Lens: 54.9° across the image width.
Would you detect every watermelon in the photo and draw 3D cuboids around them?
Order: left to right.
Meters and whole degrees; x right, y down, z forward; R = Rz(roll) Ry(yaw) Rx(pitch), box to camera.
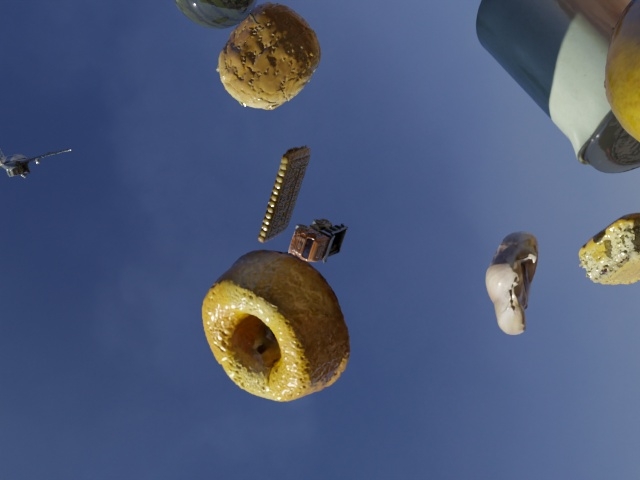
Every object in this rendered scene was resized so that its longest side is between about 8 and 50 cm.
[{"bbox_3d":[-0.122,-0.311,0.769,0.133,0.105,0.105,27,-129,-39],"label":"watermelon"}]

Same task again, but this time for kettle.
[{"bbox_3d":[0.517,-0.341,1.064,0.250,0.361,0.376,62,-175,-55],"label":"kettle"}]

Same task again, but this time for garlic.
[{"bbox_3d":[0.446,0.078,1.437,0.228,0.110,0.217,82,-153,-44],"label":"garlic"}]

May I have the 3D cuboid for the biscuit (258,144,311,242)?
[{"bbox_3d":[-0.089,-0.124,1.623,0.029,0.254,0.172,23,-159,13],"label":"biscuit"}]

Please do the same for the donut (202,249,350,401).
[{"bbox_3d":[-0.094,0.164,1.113,0.110,0.303,0.303,-29,-85,-46],"label":"donut"}]

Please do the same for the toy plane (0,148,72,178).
[{"bbox_3d":[-0.587,-0.149,1.176,0.226,0.226,0.058,-15,-87,-14],"label":"toy plane"}]

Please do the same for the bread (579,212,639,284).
[{"bbox_3d":[0.726,0.021,1.437,0.174,0.245,0.121,-5,-115,-8],"label":"bread"}]

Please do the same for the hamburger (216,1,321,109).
[{"bbox_3d":[-0.142,-0.492,1.668,0.259,0.283,0.144,40,-166,10],"label":"hamburger"}]

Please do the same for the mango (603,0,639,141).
[{"bbox_3d":[0.313,-0.160,0.465,0.262,0.167,0.130,-45,-65,-16],"label":"mango"}]

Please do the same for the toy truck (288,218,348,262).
[{"bbox_3d":[0.000,0.000,1.592,0.192,0.092,0.083,-18,-49,-60],"label":"toy truck"}]
